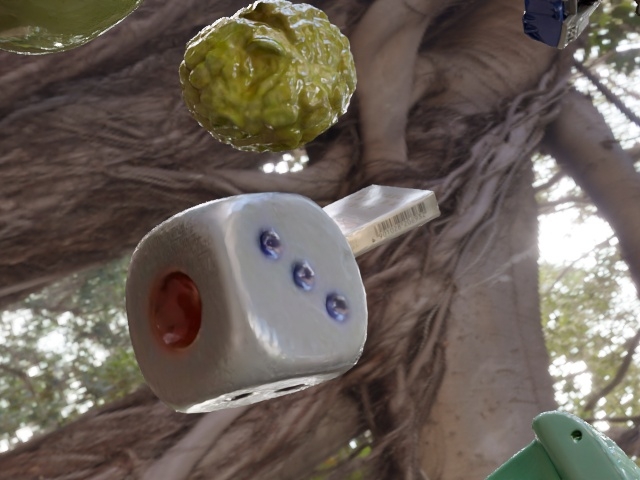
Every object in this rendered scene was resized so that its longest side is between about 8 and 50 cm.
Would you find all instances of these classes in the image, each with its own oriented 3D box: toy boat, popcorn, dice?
[{"bbox_3d":[0.382,-0.395,1.194,0.088,0.295,0.129,25,-28,33],"label":"toy boat"},{"bbox_3d":[-0.085,-0.225,1.259,0.251,0.237,0.206,-8,-67,54],"label":"popcorn"},{"bbox_3d":[-0.079,0.068,0.927,0.194,0.191,0.193,-28,-110,39],"label":"dice"}]

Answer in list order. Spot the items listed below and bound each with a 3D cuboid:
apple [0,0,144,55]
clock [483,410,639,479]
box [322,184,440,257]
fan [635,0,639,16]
[{"bbox_3d":[-0.375,-0.410,1.093,0.357,0.357,0.357,23,-58,42],"label":"apple"},{"bbox_3d":[0.098,0.207,0.469,0.211,0.066,0.159,-40,-134,14],"label":"clock"},{"bbox_3d":[-0.001,-0.001,1.486,0.204,0.365,0.051,15,-53,61],"label":"box"},{"bbox_3d":[0.363,-0.264,0.914,0.083,0.004,0.056,-24,-69,21],"label":"fan"}]
